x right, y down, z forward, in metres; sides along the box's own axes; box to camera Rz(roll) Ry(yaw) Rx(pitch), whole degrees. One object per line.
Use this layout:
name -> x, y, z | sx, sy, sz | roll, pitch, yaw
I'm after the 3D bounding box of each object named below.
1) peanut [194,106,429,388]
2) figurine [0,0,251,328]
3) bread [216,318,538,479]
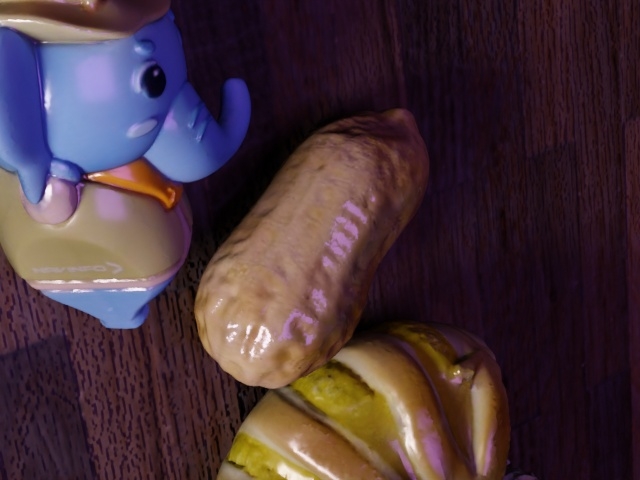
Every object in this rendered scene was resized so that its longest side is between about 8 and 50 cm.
peanut -> 0.000, 0.000, 0.908 | 0.120, 0.110, 0.236 | 50, 63, -32
figurine -> -0.137, -0.077, 0.767 | 0.180, 0.154, 0.262 | -48, 144, -28
bread -> 0.058, 0.233, 0.982 | 0.333, 0.160, 0.333 | -11, 109, -33
